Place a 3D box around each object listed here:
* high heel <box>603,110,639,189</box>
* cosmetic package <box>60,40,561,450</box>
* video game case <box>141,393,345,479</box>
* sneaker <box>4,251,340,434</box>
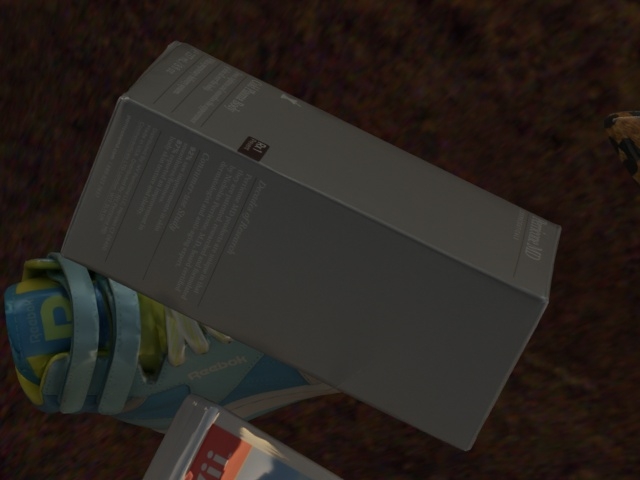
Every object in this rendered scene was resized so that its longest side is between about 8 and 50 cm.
[{"bbox_3d":[0.296,-0.002,1.174,0.261,0.186,0.093,30,111,2],"label":"high heel"},{"bbox_3d":[0.000,0.000,0.948,0.238,0.127,0.107,23,111,0],"label":"cosmetic package"},{"bbox_3d":[-0.027,0.226,0.995,0.285,0.025,0.204,37,76,-46],"label":"video game case"},{"bbox_3d":[-0.083,0.046,1.191,0.208,0.319,0.127,12,56,-41],"label":"sneaker"}]
